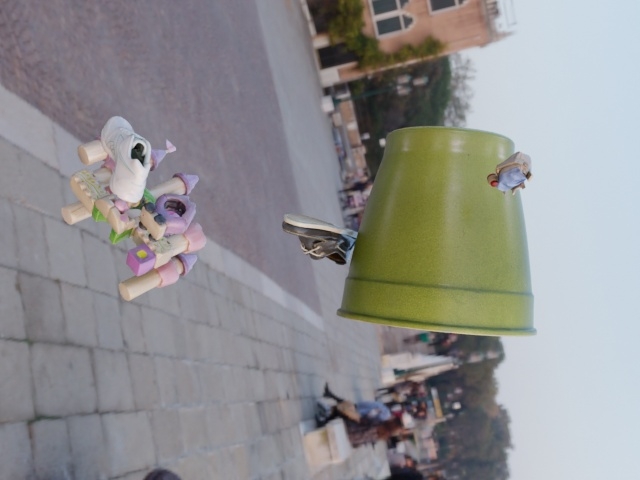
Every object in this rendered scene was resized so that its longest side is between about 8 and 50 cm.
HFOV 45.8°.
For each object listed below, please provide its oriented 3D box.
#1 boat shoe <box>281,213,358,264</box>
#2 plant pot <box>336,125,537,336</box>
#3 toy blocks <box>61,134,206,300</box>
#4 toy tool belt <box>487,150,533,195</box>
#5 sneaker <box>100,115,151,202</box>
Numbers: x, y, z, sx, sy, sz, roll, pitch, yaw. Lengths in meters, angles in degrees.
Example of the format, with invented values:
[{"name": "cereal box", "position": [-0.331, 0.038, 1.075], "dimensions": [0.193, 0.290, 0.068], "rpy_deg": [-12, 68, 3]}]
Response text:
[{"name": "boat shoe", "position": [0.000, 0.000, 1.432], "dimensions": [0.233, 0.084, 0.079], "rpy_deg": [18, 93, -60]}, {"name": "plant pot", "position": [0.228, -0.020, 1.406], "dimensions": [0.366, 0.366, 0.353], "rpy_deg": [17, 78, -84]}, {"name": "toy blocks", "position": [-0.340, -0.086, 1.586], "dimensions": [0.288, 0.260, 0.309], "rpy_deg": [50, -40, 14]}, {"name": "toy tool belt", "position": [0.290, -0.095, 1.162], "dimensions": [0.083, 0.052, 0.051], "rpy_deg": [-41, -136, 45]}, {"name": "sneaker", "position": [-0.244, -0.117, 0.978], "dimensions": [0.054, 0.061, 0.152], "rpy_deg": [14, 37, -37]}]
